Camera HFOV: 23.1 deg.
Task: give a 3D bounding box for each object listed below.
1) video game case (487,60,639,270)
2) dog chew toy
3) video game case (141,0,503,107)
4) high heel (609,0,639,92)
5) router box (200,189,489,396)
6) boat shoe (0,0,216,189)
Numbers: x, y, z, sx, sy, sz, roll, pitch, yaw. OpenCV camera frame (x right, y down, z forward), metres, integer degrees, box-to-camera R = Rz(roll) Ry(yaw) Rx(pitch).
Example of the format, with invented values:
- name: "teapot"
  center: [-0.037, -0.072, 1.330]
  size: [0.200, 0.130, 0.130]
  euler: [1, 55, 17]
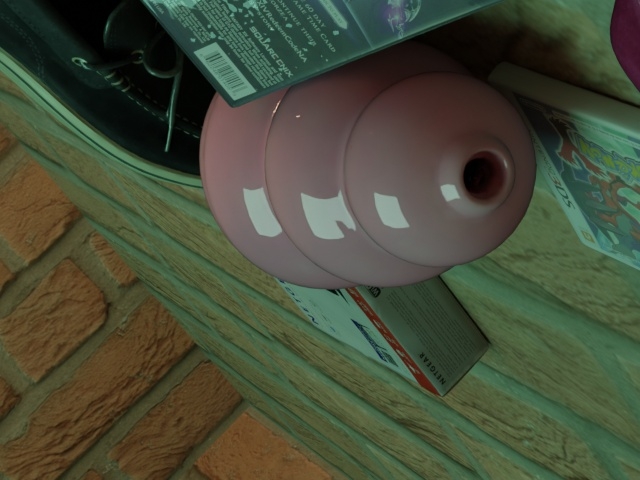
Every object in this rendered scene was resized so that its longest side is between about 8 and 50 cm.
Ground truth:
- name: "video game case"
  center: [0.218, -0.030, 1.071]
  size: [0.201, 0.023, 0.183]
  euler: [29, 161, 51]
- name: "dog chew toy"
  center: [0.041, -0.057, 1.131]
  size: [0.206, 0.206, 0.332]
  euler: [49, 166, -20]
- name: "video game case"
  center: [-0.019, -0.196, 0.986]
  size: [0.274, 0.026, 0.196]
  euler: [-17, 123, 41]
- name: "high heel"
  center: [0.243, -0.047, 0.798]
  size: [0.244, 0.082, 0.117]
  euler: [53, -178, 25]
- name: "router box"
  center: [0.000, 0.000, 1.752]
  size: [0.335, 0.082, 0.301]
  euler: [51, 166, -28]
- name: "boat shoe"
  center: [-0.179, -0.201, 1.386]
  size: [0.500, 0.186, 0.156]
  euler: [35, 138, -31]
